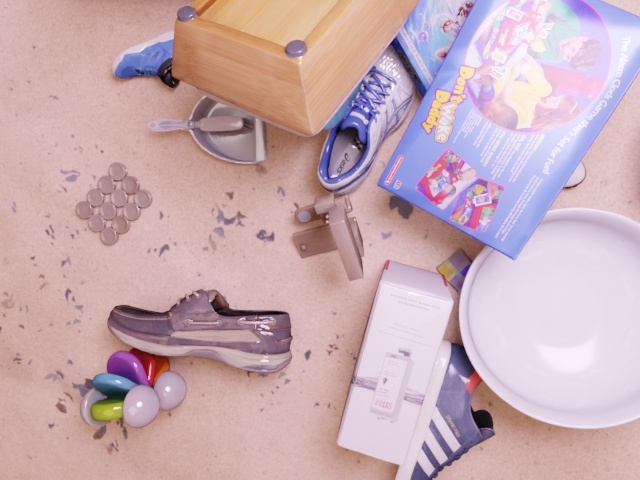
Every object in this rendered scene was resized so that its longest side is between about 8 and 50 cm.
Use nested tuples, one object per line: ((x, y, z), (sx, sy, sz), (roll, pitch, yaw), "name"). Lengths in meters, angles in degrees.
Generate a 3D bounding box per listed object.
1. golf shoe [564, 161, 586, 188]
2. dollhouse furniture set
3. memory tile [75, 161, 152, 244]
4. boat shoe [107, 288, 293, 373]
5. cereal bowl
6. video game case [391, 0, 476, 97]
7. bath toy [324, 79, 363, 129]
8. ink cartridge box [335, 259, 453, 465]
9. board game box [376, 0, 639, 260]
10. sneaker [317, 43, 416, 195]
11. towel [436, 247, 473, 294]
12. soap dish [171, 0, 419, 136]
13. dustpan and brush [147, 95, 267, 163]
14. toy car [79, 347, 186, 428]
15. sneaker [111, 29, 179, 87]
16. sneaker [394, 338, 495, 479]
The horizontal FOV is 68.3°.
((0.363, -0.149, 0.792), (0.198, 0.094, 0.077), (31, 100, 1), "golf shoe")
((0.000, 0.000, 0.809), (0.123, 0.151, 0.144), (-15, 122, 11), "dollhouse furniture set")
((-0.417, -0.073, 0.955), (0.148, 0.012, 0.113), (-44, 90, 11), "memory tile")
((-0.223, 0.156, 0.912), (0.355, 0.132, 0.130), (11, 89, -2), "boat shoe")
((0.404, 0.120, 0.778), (0.339, 0.141, 0.339), (-2, 84, 18), "cereal bowl")
((0.247, -0.342, 0.749), (0.244, 0.061, 0.269), (-35, 111, 6), "video game case")
((-0.090, -0.314, 0.781), (0.348, 0.151, 0.129), (37, 126, 26), "bath toy")
((0.126, 0.195, 0.814), (0.117, 0.207, 0.283), (15, 100, 8), "ink cartridge box")
((0.270, -0.179, 0.687), (0.233, 0.078, 0.347), (31, 106, 11), "board game box")
((0.085, -0.211, 0.805), (0.112, 0.131, 0.296), (24, 99, 6), "sneaker")
((0.262, 0.062, 0.876), (0.060, 0.009, 0.083), (-41, 90, 10), "towel")
((-0.029, -0.293, 0.619), (0.229, 0.118, 0.291), (27, 69, 20), "soap dish")
((-0.212, -0.215, 0.881), (0.211, 0.060, 0.147), (-1, 98, 8), "dustpan and brush")
((-0.363, 0.275, 0.912), (0.159, 0.182, 0.136), (-8, 92, 24), "toy car")
((-0.312, -0.320, 0.882), (0.152, 0.058, 0.085), (-23, 85, 4), "sneaker")
((0.230, 0.364, 0.860), (0.148, 0.131, 0.350), (16, 99, 10), "sneaker")
